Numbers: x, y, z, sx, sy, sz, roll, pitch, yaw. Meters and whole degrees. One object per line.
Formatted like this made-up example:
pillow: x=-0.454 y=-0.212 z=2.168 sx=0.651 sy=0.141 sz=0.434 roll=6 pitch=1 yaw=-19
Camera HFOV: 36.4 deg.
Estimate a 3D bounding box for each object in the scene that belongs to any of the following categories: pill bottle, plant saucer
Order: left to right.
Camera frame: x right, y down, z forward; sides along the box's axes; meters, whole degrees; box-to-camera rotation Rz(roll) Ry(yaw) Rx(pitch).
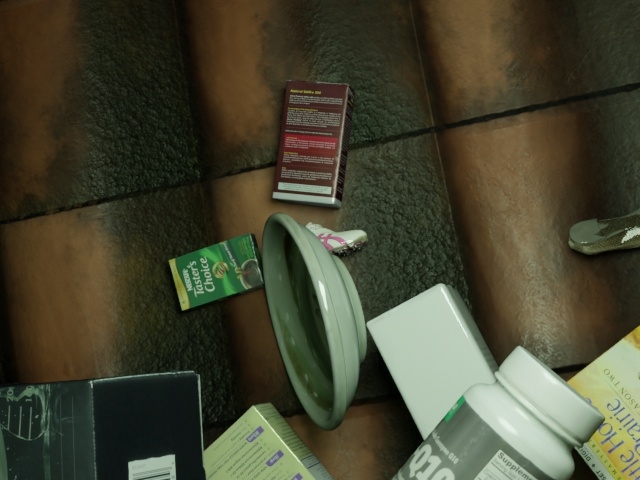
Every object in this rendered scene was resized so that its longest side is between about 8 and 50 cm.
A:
plant saucer: x=0.000 y=0.138 z=1.760 sx=0.100 sy=0.400 sz=0.401 roll=-13 pitch=80 yaw=-16
pill bottle: x=0.257 y=0.354 z=1.504 sx=0.204 sy=0.204 sz=0.361 roll=40 pitch=94 yaw=14

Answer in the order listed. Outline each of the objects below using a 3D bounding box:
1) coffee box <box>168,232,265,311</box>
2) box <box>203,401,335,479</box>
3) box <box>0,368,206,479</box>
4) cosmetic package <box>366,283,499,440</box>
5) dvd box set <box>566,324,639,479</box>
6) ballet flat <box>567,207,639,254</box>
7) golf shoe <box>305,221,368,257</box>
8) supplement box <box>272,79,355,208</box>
coffee box: x=-0.206 y=0.066 z=1.964 sx=0.184 sy=0.040 sz=0.113 roll=-17 pitch=80 yaw=11
box: x=-0.112 y=0.471 z=1.859 sx=0.213 sy=0.117 sz=0.243 roll=-44 pitch=75 yaw=6
box: x=-0.478 y=0.496 z=1.795 sx=0.471 sy=0.297 sz=0.480 roll=-9 pitch=81 yaw=32
cosmetic package: x=0.268 y=0.314 z=1.727 sx=0.161 sy=0.230 sz=0.453 roll=-28 pitch=78 yaw=10
dvd box set: x=0.633 y=0.270 z=1.669 sx=0.420 sy=0.062 sz=0.308 roll=-39 pitch=51 yaw=7
ballet flat: x=0.580 y=-0.015 z=1.781 sx=0.249 sy=0.058 sz=0.084 roll=-11 pitch=46 yaw=7
golf shoe: x=0.000 y=0.000 z=1.908 sx=0.186 sy=0.067 sz=0.086 roll=-14 pitch=79 yaw=12
supplement box: x=-0.012 y=-0.191 z=1.929 sx=0.130 sy=0.073 sz=0.240 roll=7 pitch=87 yaw=13
